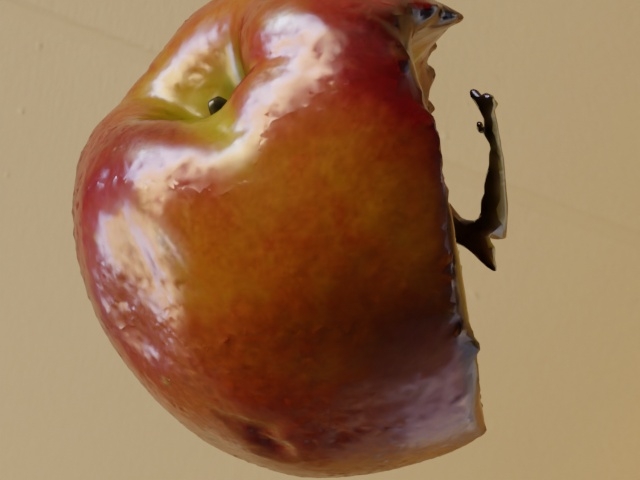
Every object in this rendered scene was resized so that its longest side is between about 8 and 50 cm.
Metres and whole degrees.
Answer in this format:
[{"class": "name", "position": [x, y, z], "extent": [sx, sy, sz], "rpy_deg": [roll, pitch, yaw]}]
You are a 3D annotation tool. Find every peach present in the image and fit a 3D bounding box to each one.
[{"class": "peach", "position": [-0.019, -0.008, 0.913], "extent": [0.309, 0.335, 0.406], "rpy_deg": [-4, -40, 12]}]
